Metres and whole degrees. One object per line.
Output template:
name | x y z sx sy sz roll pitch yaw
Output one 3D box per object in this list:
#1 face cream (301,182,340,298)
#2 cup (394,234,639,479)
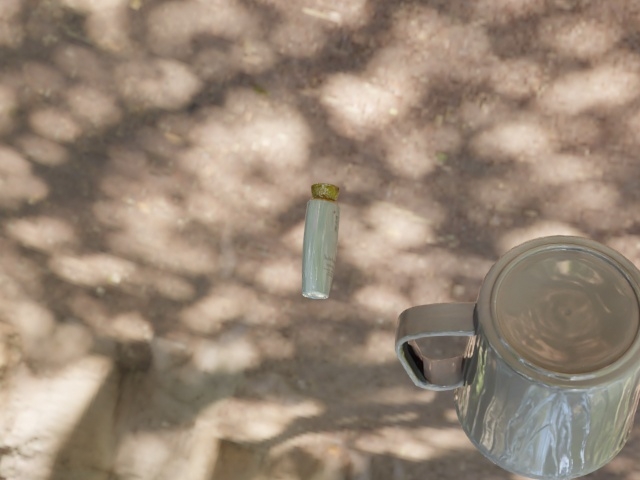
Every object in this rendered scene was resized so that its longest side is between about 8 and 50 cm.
face cream | 0.000 0.000 1.908 0.051 0.182 0.072 -2 164 27
cup | 0.252 0.130 1.439 0.288 0.208 0.273 29 155 19
